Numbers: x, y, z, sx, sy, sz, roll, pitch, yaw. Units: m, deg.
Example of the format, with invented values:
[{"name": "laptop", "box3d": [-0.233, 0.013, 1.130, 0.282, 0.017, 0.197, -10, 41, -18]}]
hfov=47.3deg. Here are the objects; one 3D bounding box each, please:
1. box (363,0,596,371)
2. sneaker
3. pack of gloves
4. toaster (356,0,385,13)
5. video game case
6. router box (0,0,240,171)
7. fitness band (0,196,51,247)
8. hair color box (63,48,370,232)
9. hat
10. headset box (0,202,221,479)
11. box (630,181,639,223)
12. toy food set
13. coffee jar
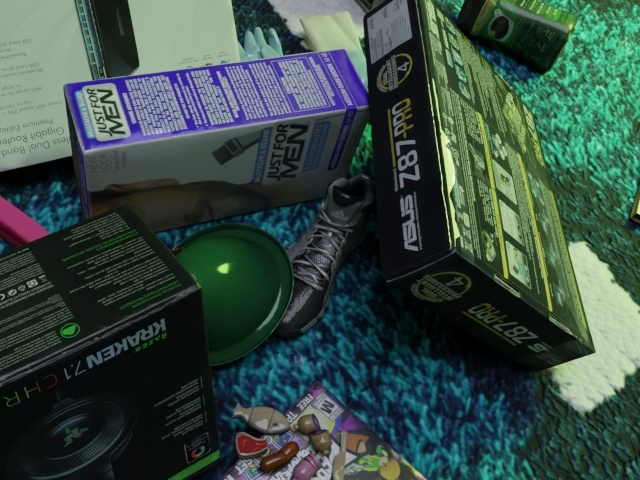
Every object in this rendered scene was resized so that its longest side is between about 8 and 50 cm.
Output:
[{"name": "box", "box3d": [0.189, -0.076, 0.890, 0.318, 0.097, 0.394, 29, 45, -39]}, {"name": "sneaker", "box3d": [0.000, 0.000, 0.872, 0.086, 0.132, 0.228, 27, 54, 6]}, {"name": "pack of gloves", "box3d": [-0.023, -0.243, 1.101, 0.195, 0.046, 0.232, -11, 56, -7]}, {"name": "toaster", "box3d": [0.114, -0.477, 1.202, 0.110, 0.168, 0.185, -23, 65, -25]}, {"name": "video game case", "box3d": [-0.003, 0.289, 0.730, 0.210, 0.042, 0.232, 41, 57, 15]}, {"name": "router box", "box3d": [-0.275, -0.271, 0.899, 0.336, 0.301, 0.082, -18, 25, -23]}, {"name": "fitness band", "box3d": [-0.393, 0.050, 0.794, 0.291, 0.054, 0.209, 34, 56, 12]}, {"name": "hair color box", "box3d": [-0.123, -0.115, 0.889, 0.339, 0.185, 0.110, -12, 61, -20]}, {"name": "hat", "box3d": [-0.143, 0.027, 0.763, 0.173, 0.183, 0.208, 32, 72, 26]}, {"name": "headset box", "box3d": [-0.229, 0.149, 0.635, 0.246, 0.283, 0.131, -25, 50, -28]}, {"name": "box", "box3d": [0.572, -0.070, 1.124, 0.164, 0.021, 0.201, 26, 55, 5]}, {"name": "toy food set", "box3d": [-0.033, 0.207, 0.742, 0.122, 0.019, 0.078, 10, 53, -3]}, {"name": "coffee jar", "box3d": [0.325, -0.366, 1.221, 0.184, 0.096, 0.079, 29, 52, 6]}]
